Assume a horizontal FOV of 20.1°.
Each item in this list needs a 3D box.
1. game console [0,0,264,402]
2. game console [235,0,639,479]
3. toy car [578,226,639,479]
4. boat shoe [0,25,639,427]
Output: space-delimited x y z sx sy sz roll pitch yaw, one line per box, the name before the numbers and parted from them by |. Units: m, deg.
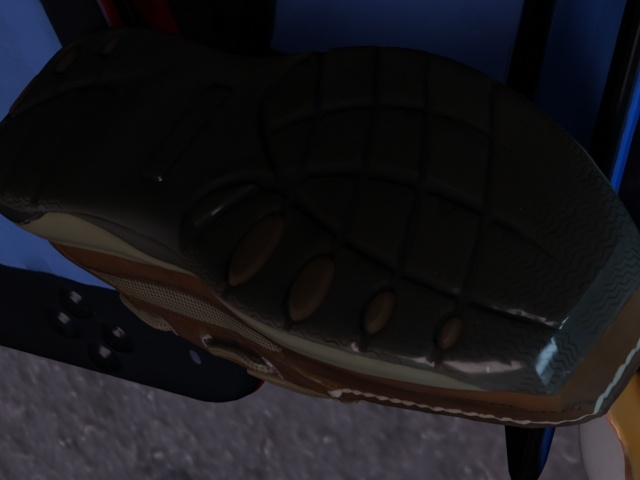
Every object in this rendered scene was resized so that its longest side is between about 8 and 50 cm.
game console | -0.200 -0.082 0.914 0.342 0.060 0.386 7 135 34
game console | 0.041 -0.097 0.723 0.250 0.173 0.293 25 124 24
toy car | 0.177 0.076 0.662 0.219 0.238 0.210 -28 93 43
boat shoe | 0.000 0.000 0.691 0.324 0.122 0.120 22 156 48
